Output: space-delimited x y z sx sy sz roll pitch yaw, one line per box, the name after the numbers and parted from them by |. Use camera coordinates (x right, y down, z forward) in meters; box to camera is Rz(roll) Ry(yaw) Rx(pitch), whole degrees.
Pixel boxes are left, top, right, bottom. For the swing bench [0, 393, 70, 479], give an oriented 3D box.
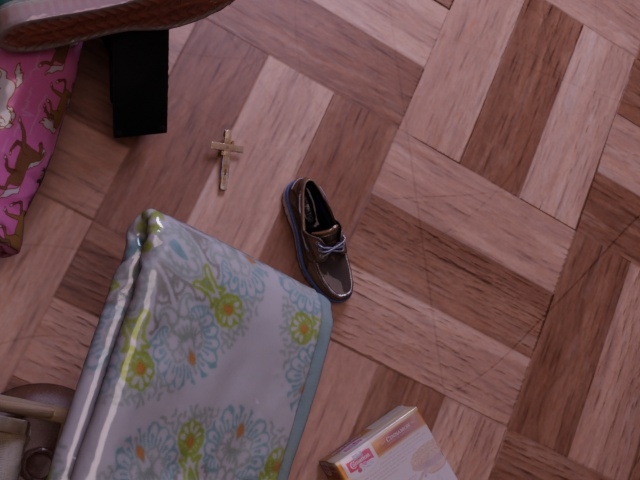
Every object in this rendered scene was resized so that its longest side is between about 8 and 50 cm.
-0.432 0.280 1.014 0.255 0.165 0.253 6 76 25 | swing bench

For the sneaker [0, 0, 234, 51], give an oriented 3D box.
-0.235 -0.308 1.074 0.302 0.108 0.121 -15 81 -22 | sneaker

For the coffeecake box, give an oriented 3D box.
0.108 0.341 1.269 0.142 0.068 0.185 -30 92 -22 | coffeecake box

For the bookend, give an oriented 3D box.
-0.254 -0.244 1.226 0.072 0.156 0.157 -9 40 -21 | bookend

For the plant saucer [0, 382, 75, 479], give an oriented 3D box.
-0.342 0.273 1.134 0.199 0.036 0.198 4 79 -19 | plant saucer

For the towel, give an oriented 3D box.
-0.140 0.191 1.117 0.320 0.090 0.374 32 68 -46 | towel

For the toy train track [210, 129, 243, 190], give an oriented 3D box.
-0.132 -0.110 1.290 0.048 0.014 0.083 7 84 -26 | toy train track

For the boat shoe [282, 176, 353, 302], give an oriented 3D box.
0.000 0.000 1.290 0.066 0.066 0.183 -25 90 -22 | boat shoe

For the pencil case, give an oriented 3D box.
-0.400 -0.168 1.126 0.160 0.167 0.386 30 67 -54 | pencil case
